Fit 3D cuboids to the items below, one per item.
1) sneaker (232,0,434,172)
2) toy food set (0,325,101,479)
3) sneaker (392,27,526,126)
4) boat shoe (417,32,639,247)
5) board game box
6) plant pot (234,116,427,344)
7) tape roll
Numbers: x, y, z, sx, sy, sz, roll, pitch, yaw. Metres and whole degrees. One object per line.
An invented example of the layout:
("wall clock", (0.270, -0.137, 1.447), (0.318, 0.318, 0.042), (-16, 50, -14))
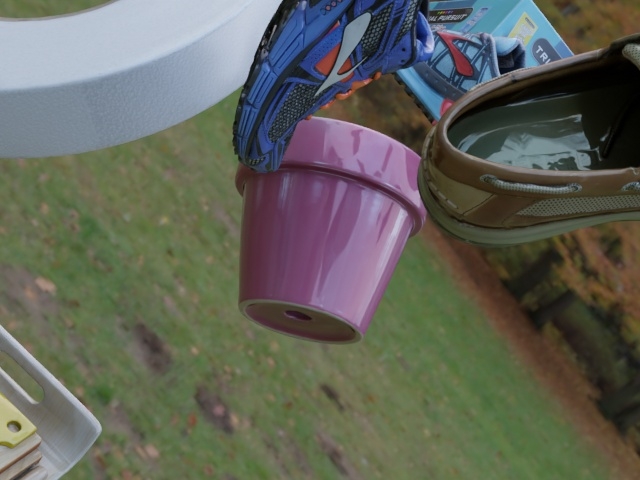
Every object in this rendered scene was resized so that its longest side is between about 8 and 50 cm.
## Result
("sneaker", (0.018, -0.114, 0.643), (0.087, 0.221, 0.083), (29, 38, -10))
("toy food set", (-0.385, 0.185, 1.101), (0.219, 0.092, 0.306), (41, 35, 11))
("sneaker", (0.160, -0.171, 1.199), (0.104, 0.125, 0.262), (36, 17, -54))
("boat shoe", (0.222, -0.076, 0.736), (0.120, 0.324, 0.123), (66, 8, -70))
("board game box", (0.235, -0.200, 1.503), (0.254, 0.079, 0.336), (46, -9, -22))
("plant pot", (0.000, 0.000, 1.145), (0.201, 0.201, 0.180), (40, 58, -54))
("tape roll", (-0.214, -0.219, 0.965), (0.072, 0.392, 0.392), (84, -18, -44))
